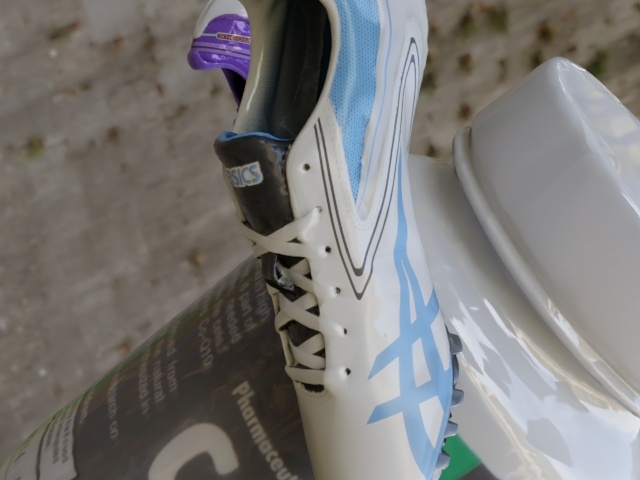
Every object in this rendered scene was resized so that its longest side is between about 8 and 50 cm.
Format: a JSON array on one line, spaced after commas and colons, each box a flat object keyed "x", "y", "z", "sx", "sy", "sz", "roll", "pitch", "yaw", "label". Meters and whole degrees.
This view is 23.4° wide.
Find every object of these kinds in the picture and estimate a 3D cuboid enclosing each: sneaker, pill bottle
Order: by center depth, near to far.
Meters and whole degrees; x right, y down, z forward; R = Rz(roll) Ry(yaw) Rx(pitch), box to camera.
[{"x": 0.000, "y": 0.000, "z": 0.588, "sx": 0.085, "sy": 0.086, "sz": 0.237, "roll": -1, "pitch": -86, "yaw": 60, "label": "sneaker"}, {"x": 0.026, "y": 0.087, "z": 0.751, "sx": 0.204, "sy": 0.361, "sz": 0.204, "roll": 43, "pitch": 21, "yaw": -21, "label": "pill bottle"}, {"x": -0.019, "y": -0.089, "z": 0.969, "sx": 0.170, "sy": 0.071, "sz": 0.068, "roll": 34, "pitch": -7, "yaw": -32, "label": "sneaker"}]
